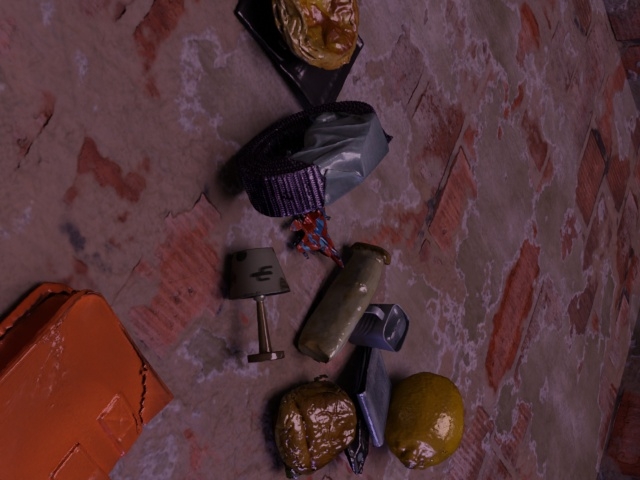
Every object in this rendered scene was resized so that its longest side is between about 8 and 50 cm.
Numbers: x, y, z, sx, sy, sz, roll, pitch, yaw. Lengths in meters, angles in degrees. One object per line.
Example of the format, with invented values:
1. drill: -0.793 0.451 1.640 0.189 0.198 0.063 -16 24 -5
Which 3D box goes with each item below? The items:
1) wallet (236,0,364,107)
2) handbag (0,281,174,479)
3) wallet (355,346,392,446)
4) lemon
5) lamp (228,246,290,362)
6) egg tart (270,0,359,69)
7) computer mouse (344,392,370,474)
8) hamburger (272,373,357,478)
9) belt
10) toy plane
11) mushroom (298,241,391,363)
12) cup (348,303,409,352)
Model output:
1. wallet: -0.032 -0.443 1.768 0.323 0.041 0.247 48 55 -39
2. handbag: -0.420 0.285 1.245 0.410 0.116 0.303 -54 135 -36
3. wallet: 0.125 0.344 1.967 0.222 0.036 0.167 -74 150 -60
4. lemon: 0.252 0.437 2.071 0.204 0.204 0.260 55 45 -39
5. lamp: -0.114 0.123 1.624 0.121 0.121 0.214 2 79 -53
6. egg tart: -0.019 -0.450 1.680 0.241 0.106 0.241 7 80 -47
7. computer mouse: 0.074 0.434 1.932 0.106 0.062 0.192 63 29 -56
8. hamburger: -0.010 0.389 1.782 0.206 0.130 0.183 -25 109 -47
9. belt: -0.017 -0.164 1.621 0.325 0.260 0.122 -50 131 -47
10. toy plane: -0.003 0.000 1.821 0.189 0.061 0.130 58 48 -43
11. mushroom: 0.057 0.131 1.870 0.312 0.100 0.081 -59 156 -28
12. cup: 0.121 0.188 1.936 0.128 0.129 0.095 49 54 -42
